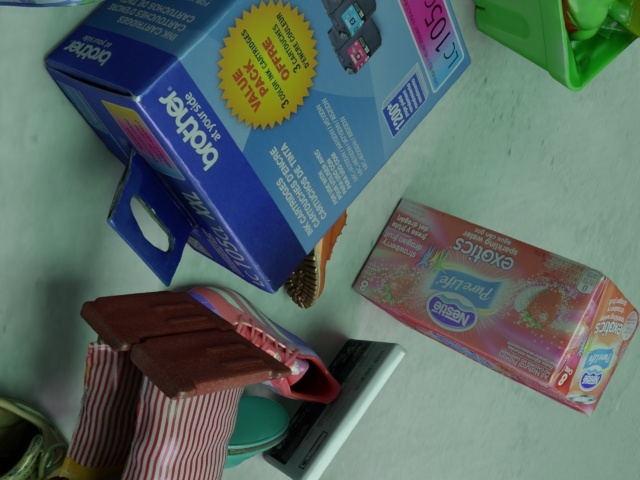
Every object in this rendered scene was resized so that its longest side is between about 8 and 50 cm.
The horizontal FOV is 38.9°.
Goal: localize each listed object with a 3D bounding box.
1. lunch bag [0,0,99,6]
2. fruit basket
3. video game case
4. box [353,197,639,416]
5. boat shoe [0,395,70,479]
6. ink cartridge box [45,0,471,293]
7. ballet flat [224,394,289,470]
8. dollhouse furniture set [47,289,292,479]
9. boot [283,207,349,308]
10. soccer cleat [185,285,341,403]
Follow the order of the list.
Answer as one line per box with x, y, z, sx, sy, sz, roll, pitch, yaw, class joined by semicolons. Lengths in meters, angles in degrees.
-0.159;-0.246;0.666;0.219;0.176;0.090;-37;127;-32;lunch bag
0.402;-0.341;1.066;0.392;0.392;0.283;-42;134;-25;fruit basket
0.014;0.200;1.081;0.022;0.173;0.190;39;76;-11;video game case
0.212;0.076;1.113;0.154;0.300;0.142;37;81;-49;box
-0.297;0.180;0.788;0.104;0.089;0.285;-53;138;-15;boat shoe
-0.057;-0.144;0.844;0.395;0.151;0.270;-49;137;-16;ink cartridge box
-0.145;0.228;0.995;0.247;0.083;0.087;-3;135;-46;ballet flat
-0.226;0.173;0.675;0.374;0.152;0.201;-5;118;-45;dollhouse furniture set
0.000;0.000;1.042;0.084;0.059;0.158;-18;120;-46;boot
-0.067;0.119;0.996;0.248;0.095;0.083;40;75;-50;soccer cleat
